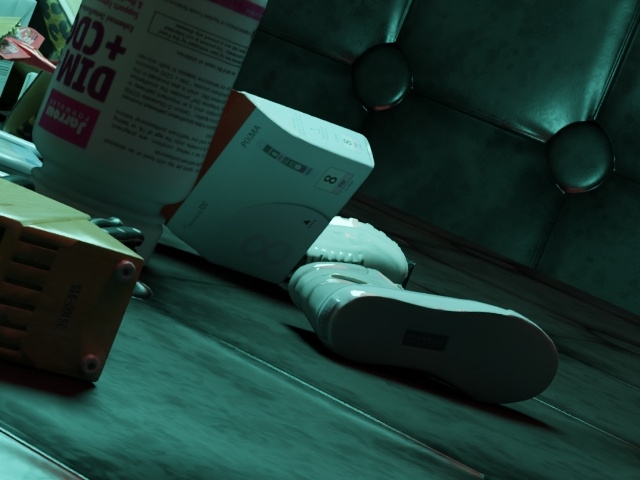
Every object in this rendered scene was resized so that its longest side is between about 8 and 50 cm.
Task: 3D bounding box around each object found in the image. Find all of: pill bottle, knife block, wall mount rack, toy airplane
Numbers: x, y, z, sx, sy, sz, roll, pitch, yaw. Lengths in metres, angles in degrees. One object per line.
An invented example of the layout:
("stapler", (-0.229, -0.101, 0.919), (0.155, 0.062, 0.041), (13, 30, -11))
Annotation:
("pill bottle", (-0.171, -0.130, 1.687), (0.160, 0.283, 0.160), (22, 5, -2))
("knife block", (-0.235, 0.001, 1.196), (0.275, 0.088, 0.242), (18, 6, -37))
("wall mount rack", (-0.290, -0.125, 1.984), (0.304, 0.130, 0.350), (20, 7, -19))
("toy airplane", (-0.294, -0.190, 1.878), (0.151, 0.028, 0.151), (17, 16, -5))

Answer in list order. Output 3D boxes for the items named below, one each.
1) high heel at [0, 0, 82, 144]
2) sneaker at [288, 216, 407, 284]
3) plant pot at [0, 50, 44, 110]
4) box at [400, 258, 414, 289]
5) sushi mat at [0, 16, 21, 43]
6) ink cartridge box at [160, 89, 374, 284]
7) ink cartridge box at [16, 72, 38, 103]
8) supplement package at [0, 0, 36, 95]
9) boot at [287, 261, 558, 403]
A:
("high heel", (-0.336, -0.203, 2.145), (0.186, 0.093, 0.261), (-12, -43, 14))
("sneaker", (-0.008, 0.018, 2.044), (0.235, 0.090, 0.095), (16, 20, -18))
("plant pot", (-0.472, -0.244, 2.451), (0.236, 0.032, 0.236), (19, -27, 10))
("box", (0.000, 0.000, 2.320), (0.175, 0.051, 0.220), (20, 6, -23))
("sushi mat", (-0.463, -0.209, 1.803), (0.316, 0.019, 0.151), (4, 16, 5))
("ink cartridge box", (-0.091, -0.061, 1.854), (0.232, 0.189, 0.066), (16, 40, -32))
("ink cartridge box", (-0.301, -0.153, 2.412), (0.154, 0.093, 0.212), (22, 4, 8))
("supplement package", (-0.541, -0.282, 2.278), (0.293, 0.178, 0.175), (24, 6, 11))
("boot", (0.096, 0.075, 1.716), (0.258, 0.095, 0.123), (18, 13, -28))
